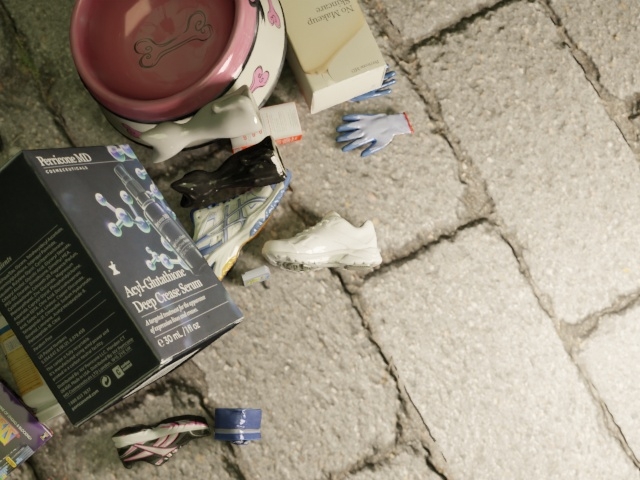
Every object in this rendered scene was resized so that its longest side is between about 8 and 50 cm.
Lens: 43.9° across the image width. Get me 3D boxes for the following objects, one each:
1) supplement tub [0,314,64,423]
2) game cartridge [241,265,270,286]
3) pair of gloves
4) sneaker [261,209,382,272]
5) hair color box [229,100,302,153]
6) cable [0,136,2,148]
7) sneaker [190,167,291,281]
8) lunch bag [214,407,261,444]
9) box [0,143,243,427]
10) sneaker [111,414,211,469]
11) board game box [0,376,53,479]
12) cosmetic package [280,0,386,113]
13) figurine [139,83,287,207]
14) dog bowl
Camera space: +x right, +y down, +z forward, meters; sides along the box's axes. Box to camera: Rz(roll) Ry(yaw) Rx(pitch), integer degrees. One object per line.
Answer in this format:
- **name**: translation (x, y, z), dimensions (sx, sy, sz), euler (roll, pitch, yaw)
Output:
- **supplement tub**: translation (-0.478, 0.209, 1.413), dimensions (0.144, 0.144, 0.200), euler (-24, 84, -8)
- **game cartridge**: translation (-0.122, 0.068, 1.498), dimensions (0.056, 0.083, 0.017), euler (-23, 79, -8)
- **pair of gloves**: translation (0.092, -0.270, 1.601), dimensions (0.159, 0.023, 0.198), euler (-17, 79, -6)
- **sneaker**: translation (0.000, 0.000, 1.528), dimensions (0.232, 0.090, 0.115), euler (1, 74, -14)
- **hair color box**: translation (-0.112, -0.222, 1.565), dimensions (0.141, 0.043, 0.072), euler (-12, 83, -8)
- **cable**: translation (-0.750, -0.237, 1.518), dimensions (0.287, 0.072, 0.140), euler (13, 63, -15)
- **sneaker**: translation (-0.177, -0.041, 1.497), dimensions (0.131, 0.112, 0.296), euler (37, 79, 2)
- **lunch bag**: translation (-0.149, 0.340, 1.451), dimensions (0.067, 0.098, 0.065), euler (-3, 77, 25)
- **box**: translation (-0.367, 0.057, 1.343), dimensions (0.212, 0.293, 0.396), euler (-37, 86, 21)
- **sneaker**: translation (-0.286, 0.371, 1.453), dimensions (0.178, 0.072, 0.077), euler (-10, 94, 1)
- **board game box**: translation (-0.589, 0.335, 1.415), dimensions (0.141, 0.048, 0.170), euler (-43, 96, -14)
- **cosmetic package**: translation (-0.006, -0.428, 1.562), dimensions (0.160, 0.113, 0.310), euler (-23, 79, -8)
- **figurine**: translation (-0.190, -0.156, 1.404), dimensions (0.209, 0.215, 0.092), euler (-21, 50, 4)
- **dog bowl**: translation (-0.275, -0.379, 1.459), dimensions (0.407, 0.150, 0.408), euler (-2, 80, 14)
